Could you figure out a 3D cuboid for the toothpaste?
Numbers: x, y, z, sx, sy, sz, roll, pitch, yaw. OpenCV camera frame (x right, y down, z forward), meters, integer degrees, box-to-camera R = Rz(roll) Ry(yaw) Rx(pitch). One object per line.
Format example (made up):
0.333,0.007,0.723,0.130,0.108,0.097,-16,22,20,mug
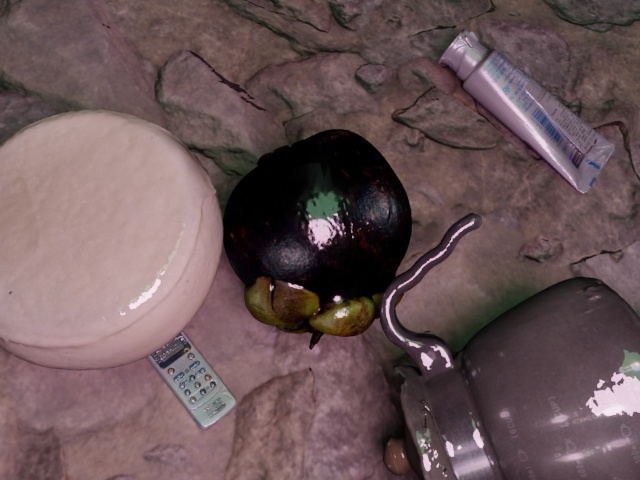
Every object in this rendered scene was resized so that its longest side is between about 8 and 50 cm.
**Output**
0.313,-0.202,0.964,0.299,0.073,0.114,41,64,1,toothpaste

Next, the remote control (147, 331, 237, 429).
-0.151,0.157,0.730,0.053,0.018,0.124,-35,76,-23,remote control

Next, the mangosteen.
0.000,0.000,0.731,0.243,0.243,0.243,4,65,-9,mangosteen

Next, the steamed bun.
-0.240,0.007,0.691,0.283,0.177,0.283,-2,68,4,steamed bun

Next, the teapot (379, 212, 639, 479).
0.182,0.153,0.642,0.285,0.223,0.305,-24,115,8,teapot
